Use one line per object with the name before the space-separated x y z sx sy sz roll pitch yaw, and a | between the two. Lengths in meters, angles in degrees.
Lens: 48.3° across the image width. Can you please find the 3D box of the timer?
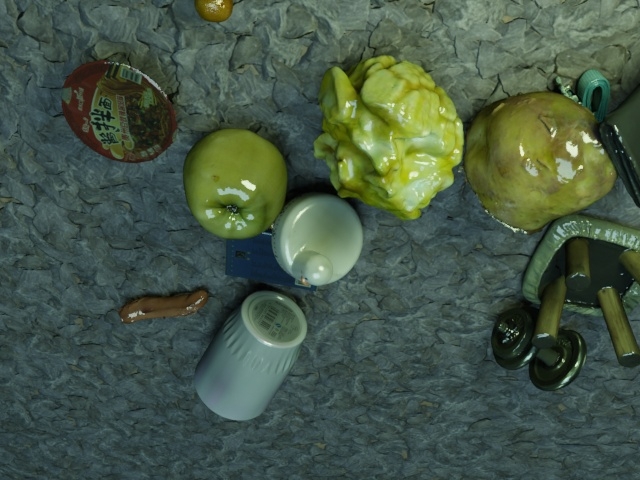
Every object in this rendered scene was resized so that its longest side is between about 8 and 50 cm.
timer | 0.000 0.000 1.753 0.233 0.233 0.240 44 169 -26

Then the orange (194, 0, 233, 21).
orange | -0.220 -0.486 1.474 0.085 0.085 0.085 5 133 6

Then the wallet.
wallet | 0.700 -0.265 1.337 0.406 0.062 0.228 -44 118 -9

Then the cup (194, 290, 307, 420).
cup | -0.201 0.338 2.097 0.253 0.253 0.371 24 130 -11

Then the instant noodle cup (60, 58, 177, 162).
instant noodle cup | -0.455 -0.315 1.660 0.274 0.091 0.274 5 133 5

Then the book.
book | -0.130 0.047 1.974 0.269 0.025 0.191 10 132 2

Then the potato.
potato | 0.447 -0.188 1.421 0.289 0.301 0.237 20 164 1

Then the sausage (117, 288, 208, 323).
sausage | -0.469 0.199 2.143 0.304 0.078 0.078 -9 129 16

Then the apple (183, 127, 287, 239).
apple | -0.196 -0.132 1.688 0.262 0.262 0.262 5 133 6

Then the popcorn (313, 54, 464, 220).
popcorn | 0.136 -0.229 1.533 0.293 0.292 0.334 -1 130 -23

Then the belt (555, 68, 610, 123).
belt | 0.564 -0.273 1.526 0.100 0.065 0.179 -14 128 9

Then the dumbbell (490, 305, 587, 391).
dumbbell | 0.594 0.296 1.949 0.290 0.192 0.192 32 130 -17

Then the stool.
stool | 0.680 0.130 1.760 0.310 0.226 0.310 13 133 2
